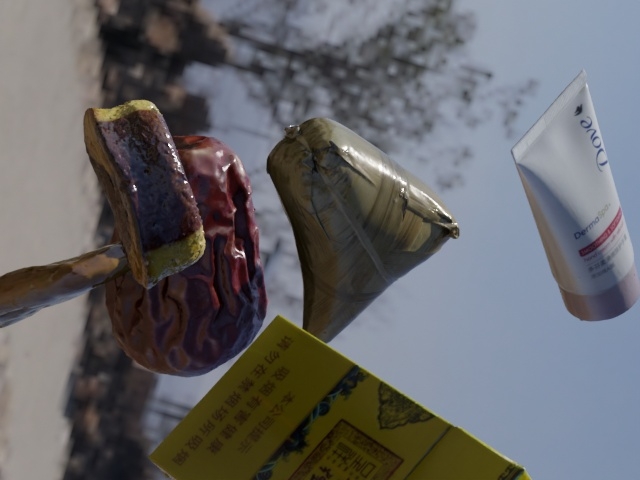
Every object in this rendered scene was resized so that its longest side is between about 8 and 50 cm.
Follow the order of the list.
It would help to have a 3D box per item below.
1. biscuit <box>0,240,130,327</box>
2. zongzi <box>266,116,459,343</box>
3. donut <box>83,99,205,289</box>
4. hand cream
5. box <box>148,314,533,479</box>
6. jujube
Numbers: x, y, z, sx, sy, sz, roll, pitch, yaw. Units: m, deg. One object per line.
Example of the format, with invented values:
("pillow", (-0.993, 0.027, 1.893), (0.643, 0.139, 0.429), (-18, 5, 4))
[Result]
("biscuit", (-0.291, 0.055, 1.785), (0.299, 0.154, 0.045), (-20, -91, 57))
("zongzi", (0.000, 0.000, 1.701), (0.197, 0.194, 0.099), (-45, -143, 11))
("donut", (-0.128, -0.038, 1.385), (0.140, 0.059, 0.140), (161, -90, -80))
("hand cream", (0.257, -0.037, 1.908), (0.133, 0.083, 0.248), (-50, 135, -31))
("box", (0.010, 0.170, 1.392), (0.153, 0.279, 0.041), (-48, 134, -13))
("jujube", (-0.127, 0.013, 1.790), (0.155, 0.155, 0.230), (-77, 166, -66))
